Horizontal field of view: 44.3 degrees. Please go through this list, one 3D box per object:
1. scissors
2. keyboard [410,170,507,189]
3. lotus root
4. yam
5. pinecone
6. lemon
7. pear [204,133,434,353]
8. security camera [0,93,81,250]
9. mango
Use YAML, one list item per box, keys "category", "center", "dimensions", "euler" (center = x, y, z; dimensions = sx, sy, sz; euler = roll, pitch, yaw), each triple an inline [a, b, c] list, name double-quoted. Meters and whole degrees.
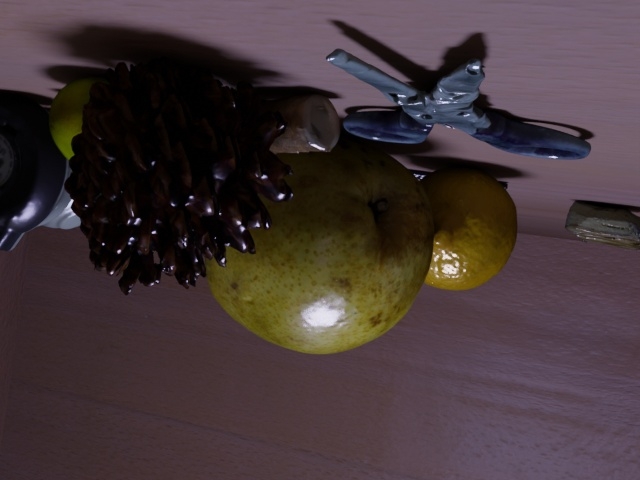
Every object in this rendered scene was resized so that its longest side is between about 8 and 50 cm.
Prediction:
- category: "scissors"
  center: [0.102, -0.112, 0.682]
  dimensions: [0.256, 0.029, 0.383]
  euler: [9, -178, 18]
- category: "keyboard"
  center: [0.213, -0.103, 1.342]
  dimensions: [0.205, 0.013, 0.061]
  euler: [8, 179, 6]
- category: "lotus root"
  center: [0.539, -0.030, 1.450]
  dimensions: [0.144, 0.070, 0.143]
  euler: [13, 176, 28]
- category: "yam"
  center: [-0.094, -0.122, 0.855]
  dimensions: [0.066, 0.066, 0.300]
  euler: [8, 180, -43]
- category: "pinecone"
  center: [-0.128, -0.059, 0.722]
  dimensions: [0.222, 0.221, 0.221]
  euler: [8, 180, 0]
- category: "lemon"
  center: [0.203, -0.019, 1.180]
  dimensions: [0.187, 0.186, 0.244]
  euler: [8, -168, 23]
- category: "pear"
  center: [0.000, 0.000, 1.021]
  dimensions: [0.304, 0.303, 0.304]
  euler: [8, 180, 0]
- category: "security camera"
  center: [-0.412, -0.104, 1.189]
  dimensions: [0.197, 0.191, 0.277]
  euler: [40, -172, 13]
- category: "mango"
  center: [-0.245, -0.123, 0.870]
  dimensions: [0.117, 0.089, 0.163]
  euler: [35, 151, -33]
